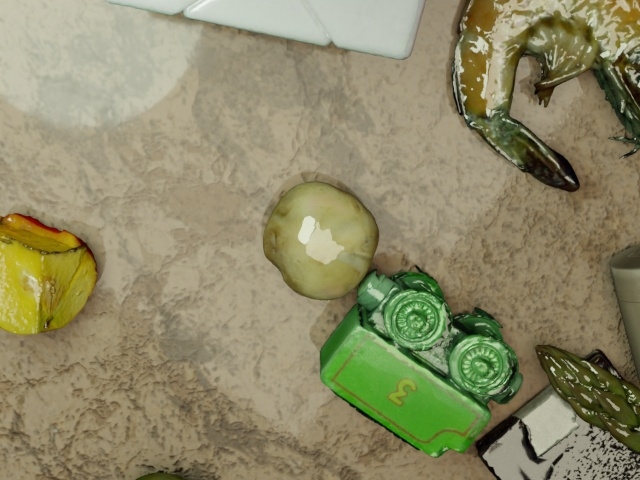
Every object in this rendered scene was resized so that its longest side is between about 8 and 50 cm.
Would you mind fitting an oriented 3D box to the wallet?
[{"bbox_3d":[0.367,0.310,1.414,0.221,0.071,0.262,-38,94,4],"label":"wallet"}]

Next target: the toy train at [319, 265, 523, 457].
[{"bbox_3d":[0.126,0.153,1.335,0.243,0.132,0.188,34,101,-7],"label":"toy train"}]

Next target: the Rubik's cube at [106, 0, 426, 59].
[{"bbox_3d":[-0.033,-0.404,1.085,0.322,0.316,0.318,11,120,-5],"label":"Rubik's cube"}]

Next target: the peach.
[{"bbox_3d":[-0.355,0.043,1.283,0.151,0.118,0.151,-18,117,-39],"label":"peach"}]

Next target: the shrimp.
[{"bbox_3d":[0.342,-0.159,1.316,0.272,0.085,0.445,-38,98,6],"label":"shrimp"}]

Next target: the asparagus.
[{"bbox_3d":[0.387,0.224,1.351,0.287,0.080,0.080,39,95,2],"label":"asparagus"}]

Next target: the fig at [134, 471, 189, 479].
[{"bbox_3d":[-0.144,0.372,1.360,0.245,0.149,0.149,3,100,-17],"label":"fig"}]

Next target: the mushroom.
[{"bbox_3d":[0.000,0.000,1.303,0.148,0.112,0.148,0,98,-4],"label":"mushroom"}]

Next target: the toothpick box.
[{"bbox_3d":[0.441,0.098,1.355,0.111,0.111,0.180,-17,102,-1],"label":"toothpick box"}]
